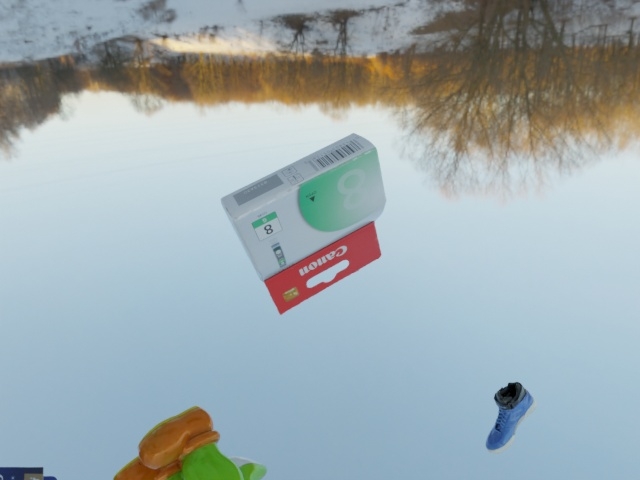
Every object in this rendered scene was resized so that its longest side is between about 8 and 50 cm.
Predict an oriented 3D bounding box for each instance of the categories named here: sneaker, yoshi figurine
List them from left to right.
[{"bbox_3d":[-0.124,0.405,0.575,0.203,0.362,0.203,-40,165,-8],"label":"yoshi figurine"},{"bbox_3d":[0.384,0.365,1.008,0.152,0.084,0.058,-44,-163,-12],"label":"sneaker"}]

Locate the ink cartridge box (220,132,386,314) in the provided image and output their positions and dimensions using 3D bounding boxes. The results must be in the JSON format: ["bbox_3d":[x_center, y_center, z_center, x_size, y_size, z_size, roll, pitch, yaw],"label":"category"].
[{"bbox_3d":[0.000,0.000,0.607,0.181,0.224,0.056,-28,-138,-10],"label":"ink cartridge box"}]

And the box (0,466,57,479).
[{"bbox_3d":[-0.462,0.382,0.655,0.036,0.225,0.136,-38,-130,17],"label":"box"}]
